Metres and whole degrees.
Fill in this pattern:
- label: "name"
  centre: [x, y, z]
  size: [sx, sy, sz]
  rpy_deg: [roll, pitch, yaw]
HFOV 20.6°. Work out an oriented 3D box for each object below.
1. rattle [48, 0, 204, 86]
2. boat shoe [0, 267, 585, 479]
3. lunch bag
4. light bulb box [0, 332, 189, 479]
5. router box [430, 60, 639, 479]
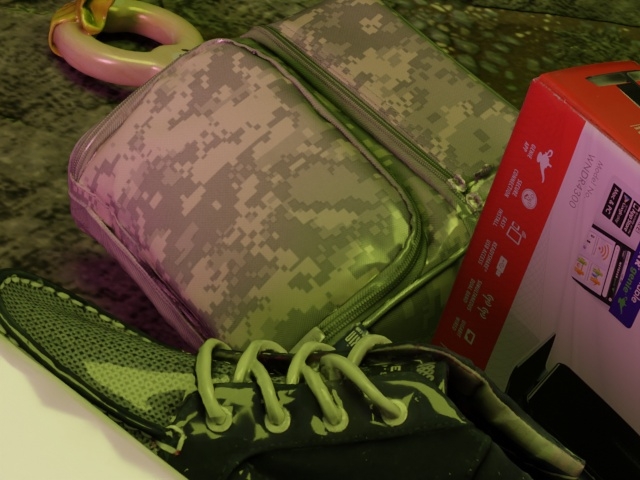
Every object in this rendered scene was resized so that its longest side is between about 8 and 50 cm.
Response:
- label: "rattle"
  centre: [-0.120, -0.187, 1.448]
  size: [0.200, 0.142, 0.130]
  rpy_deg: [27, 17, 24]
- label: "boat shoe"
  centre: [-0.023, 0.085, 0.872]
  size: [0.340, 0.158, 0.127]
  rpy_deg: [35, 24, -17]
- label: "lunch bag"
  centre: [0.000, 0.000, 1.185]
  size: [0.256, 0.212, 0.305]
  rpy_deg: [-26, 50, -24]
- label: "light bulb box"
  centre: [-0.218, 0.206, 0.592]
  size: [0.358, 0.225, 0.361]
  rpy_deg: [37, 57, 8]
- label: "router box"
  centre: [0.187, 0.121, 0.965]
  size: [0.082, 0.335, 0.301]
  rpy_deg: [-12, 44, -37]
